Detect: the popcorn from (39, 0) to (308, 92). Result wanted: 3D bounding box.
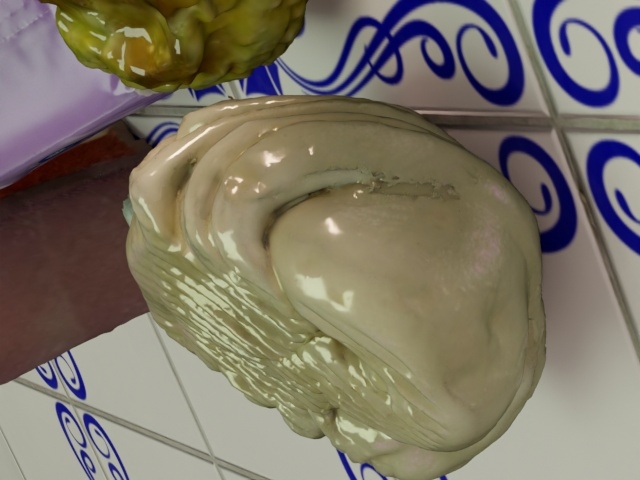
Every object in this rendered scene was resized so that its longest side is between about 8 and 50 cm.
[{"bbox_3d":[-0.111,-0.220,1.421,0.251,0.237,0.206,-46,-57,-74],"label":"popcorn"}]

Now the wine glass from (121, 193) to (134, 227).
[{"bbox_3d":[-0.087,0.024,1.774,0.241,0.126,0.126,48,153,19],"label":"wine glass"}]

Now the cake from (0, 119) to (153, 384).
[{"bbox_3d":[-0.336,-0.006,2.011,0.237,0.309,0.230,43,146,41],"label":"cake"}]

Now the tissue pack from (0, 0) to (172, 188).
[{"bbox_3d":[-0.292,-0.197,1.738,0.338,0.160,0.242,-25,96,39],"label":"tissue pack"}]

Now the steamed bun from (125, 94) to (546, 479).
[{"bbox_3d":[0.033,0.013,1.398,0.339,0.247,0.352,32,155,17],"label":"steamed bun"}]
